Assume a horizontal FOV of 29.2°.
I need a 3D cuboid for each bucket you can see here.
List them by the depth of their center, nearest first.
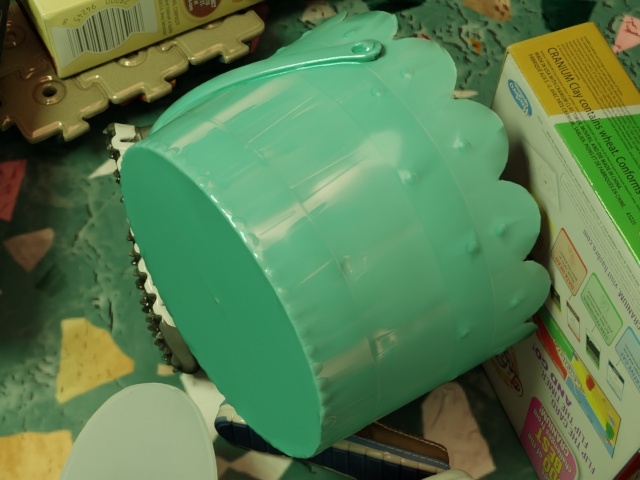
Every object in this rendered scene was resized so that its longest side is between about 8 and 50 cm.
[{"bbox_3d":[0.000,0.000,0.845,0.183,0.281,0.281,-30,67,-23],"label":"bucket"}]

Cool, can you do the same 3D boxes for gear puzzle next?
[{"bbox_3d":[-0.224,-0.153,1.089,0.339,0.044,0.175,-29,60,-18],"label":"gear puzzle"}]

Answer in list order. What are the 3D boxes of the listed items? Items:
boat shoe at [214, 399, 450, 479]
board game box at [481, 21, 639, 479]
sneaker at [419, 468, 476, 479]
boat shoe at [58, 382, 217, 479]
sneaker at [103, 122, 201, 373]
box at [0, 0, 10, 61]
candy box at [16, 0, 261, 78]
[{"bbox_3d":[0.015,0.136,0.933,0.183,0.066,0.066,16,61,5],"label":"boat shoe"},{"bbox_3d":[0.180,0.042,0.852,0.064,0.316,0.242,-19,65,-14],"label":"board game box"},{"bbox_3d":[0.026,0.239,0.875,0.232,0.115,0.090,-27,99,6],"label":"sneaker"},{"bbox_3d":[-0.128,0.255,0.840,0.113,0.105,0.306,0,67,-6],"label":"boat shoe"},{"bbox_3d":[-0.105,-0.007,0.997,0.106,0.078,0.234,-13,61,-7],"label":"sneaker"},{"bbox_3d":[-0.377,-0.080,0.958,0.257,0.079,0.322,-14,59,26],"label":"box"},{"bbox_3d":[-0.128,-0.286,1.096,0.316,0.087,0.183,-24,62,-16],"label":"candy box"}]
